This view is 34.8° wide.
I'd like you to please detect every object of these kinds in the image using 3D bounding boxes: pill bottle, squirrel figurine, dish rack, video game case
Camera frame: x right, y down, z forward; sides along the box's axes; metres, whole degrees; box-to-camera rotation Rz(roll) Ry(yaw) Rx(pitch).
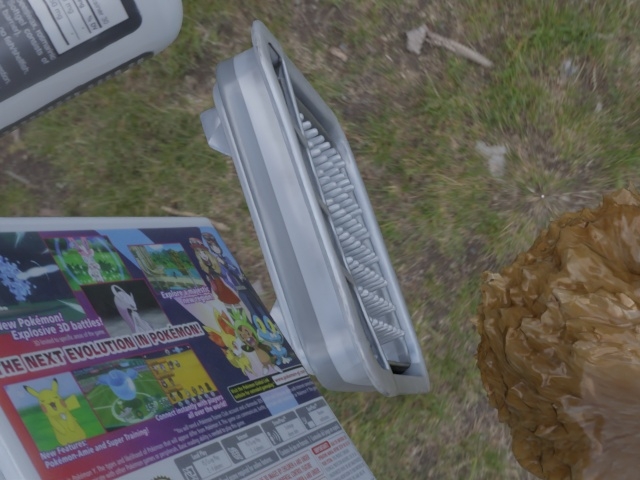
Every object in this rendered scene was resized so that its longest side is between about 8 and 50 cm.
[{"bbox_3d":[-0.208,-0.182,0.719,0.319,0.176,0.176,-30,86,-9],"label":"pill bottle"},{"bbox_3d":[0.283,0.022,0.608,0.397,0.370,0.281,-2,116,20],"label":"squirrel figurine"},{"bbox_3d":[0.000,0.000,0.837,0.072,0.333,0.285,-21,78,10],"label":"dish rack"},{"bbox_3d":[-0.053,0.069,0.383,0.023,0.201,0.183,-39,76,20],"label":"video game case"}]
